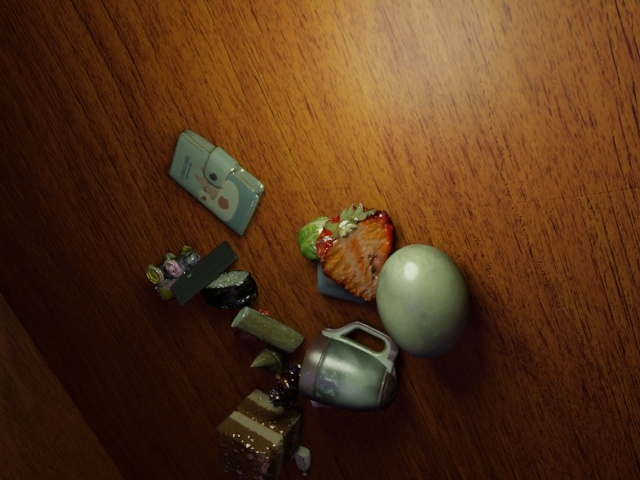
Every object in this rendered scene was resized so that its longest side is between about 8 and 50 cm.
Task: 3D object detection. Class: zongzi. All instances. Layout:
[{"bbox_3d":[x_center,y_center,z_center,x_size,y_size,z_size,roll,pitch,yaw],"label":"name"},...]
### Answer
[{"bbox_3d":[-0.208,0.500,1.944,0.081,0.178,0.188,20,125,29],"label":"zongzi"}]

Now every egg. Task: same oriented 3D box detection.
[{"bbox_3d":[0.290,0.174,1.426,0.259,0.258,0.351,6,119,28],"label":"egg"}]

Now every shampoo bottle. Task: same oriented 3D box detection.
[{"bbox_3d":[-0.073,0.982,2.219,0.077,0.045,0.151,6,117,25],"label":"shampoo bottle"}]

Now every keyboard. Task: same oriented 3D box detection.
[{"bbox_3d":[-0.469,0.154,1.842,0.103,0.381,0.041,50,174,21],"label":"keyboard"}]

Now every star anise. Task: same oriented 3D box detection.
[{"bbox_3d":[-0.124,0.555,1.916,0.126,0.190,0.220,23,125,13],"label":"star anise"}]

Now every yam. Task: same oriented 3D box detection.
[{"bbox_3d":[-0.190,0.332,1.844,0.259,0.093,0.093,30,131,-17],"label":"yam"}]

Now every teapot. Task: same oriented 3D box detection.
[{"bbox_3d":[0.120,0.427,1.715,0.313,0.233,0.314,15,95,15],"label":"teapot"}]

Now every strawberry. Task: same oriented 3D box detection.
[{"bbox_3d":[0.112,0.018,1.500,0.280,0.253,0.150,39,179,-37],"label":"strawberry"},{"bbox_3d":[-0.255,0.320,1.944,0.121,0.082,0.188,33,120,-29],"label":"strawberry"}]

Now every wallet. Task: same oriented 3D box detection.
[{"bbox_3d":[-0.356,-0.201,1.706,0.360,0.083,0.252,39,134,5],"label":"wallet"}]

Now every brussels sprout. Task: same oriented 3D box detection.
[{"bbox_3d":[-0.001,0.003,1.588,0.155,0.117,0.155,22,130,28],"label":"brussels sprout"}]

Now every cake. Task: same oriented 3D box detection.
[{"bbox_3d":[-0.252,0.817,2.076,0.282,0.290,0.255,21,123,20],"label":"cake"}]

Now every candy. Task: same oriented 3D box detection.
[{"bbox_3d":[0.069,0.130,1.645,0.174,0.071,0.138,12,117,24],"label":"candy"}]

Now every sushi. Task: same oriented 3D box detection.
[{"bbox_3d":[-0.341,0.188,1.876,0.225,0.124,0.127,-4,120,30],"label":"sushi"}]

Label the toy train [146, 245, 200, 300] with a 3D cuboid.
[{"bbox_3d":[-0.557,0.133,1.970,0.261,0.134,0.177,-17,107,36],"label":"toy train"}]

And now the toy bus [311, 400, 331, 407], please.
[{"bbox_3d":[0.068,0.585,1.899,0.226,0.074,0.081,-10,111,33],"label":"toy bus"}]
